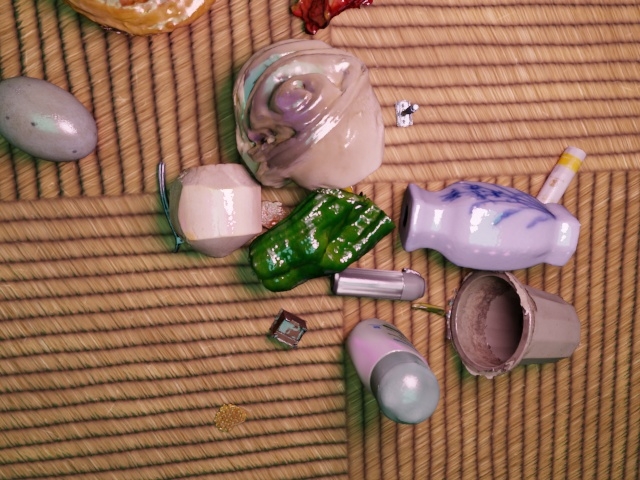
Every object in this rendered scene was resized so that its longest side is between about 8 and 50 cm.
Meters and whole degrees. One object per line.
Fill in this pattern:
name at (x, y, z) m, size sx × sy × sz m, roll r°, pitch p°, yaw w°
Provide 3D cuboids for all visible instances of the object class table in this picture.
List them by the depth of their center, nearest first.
table at (-0.084, 0.240, 1.240) m, size 0.083 × 0.082 × 0.070 m, roll 30°, pitch 93°, yaw -10°

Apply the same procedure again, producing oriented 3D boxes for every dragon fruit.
dragon fruit at (0.057, -0.649, 1.041) m, size 0.329 × 0.286 × 0.228 m, roll -31°, pitch 105°, yaw 7°

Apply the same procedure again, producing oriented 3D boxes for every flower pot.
flower pot at (0.524, 0.220, 1.237) m, size 0.259 × 0.290 × 0.290 m, roll 8°, pitch 98°, yaw -24°

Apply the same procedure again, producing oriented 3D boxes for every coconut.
coconut at (-0.245, -0.067, 1.099) m, size 0.241 × 0.241 × 0.241 m, roll -1°, pitch 99°, yaw -7°

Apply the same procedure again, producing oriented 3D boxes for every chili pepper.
chili pepper at (0.003, 0.004, 1.146) m, size 0.385 × 0.167 × 0.213 m, roll -29°, pitch 141°, yaw -5°

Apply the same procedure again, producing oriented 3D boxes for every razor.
razor at (0.224, -0.326, 1.165) m, size 0.040 × 0.135 × 0.068 m, roll -9°, pitch 100°, yaw -2°

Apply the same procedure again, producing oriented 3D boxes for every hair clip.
hair clip at (-0.379, -0.085, 1.176) m, size 0.070 × 0.039 × 0.229 m, roll -19°, pitch 99°, yaw -3°

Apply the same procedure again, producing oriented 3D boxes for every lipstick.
lipstick at (0.641, -0.132, 1.286) m, size 0.059 × 0.059 × 0.264 m, roll 29°, pitch 94°, yaw -10°

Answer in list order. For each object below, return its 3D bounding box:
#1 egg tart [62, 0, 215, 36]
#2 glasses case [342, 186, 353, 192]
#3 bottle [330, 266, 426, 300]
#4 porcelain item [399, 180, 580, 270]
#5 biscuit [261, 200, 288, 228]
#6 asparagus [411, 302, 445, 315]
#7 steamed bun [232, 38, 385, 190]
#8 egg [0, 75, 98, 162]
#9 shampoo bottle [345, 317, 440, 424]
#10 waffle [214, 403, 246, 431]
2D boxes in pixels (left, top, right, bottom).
egg tart at (-0.403, -0.669, 1.014) m, size 0.443 × 0.178 × 0.443 m, roll -2°, pitch 100°, yaw -9°
glasses case at (0.012, -0.214, 1.189) m, size 0.079 × 0.064 × 0.234 m, roll -19°, pitch 99°, yaw 18°
bottle at (0.156, 0.112, 1.257) m, size 0.254 × 0.079 × 0.096 m, roll 6°, pitch 60°, yaw -7°
porcelain item at (0.415, -0.041, 1.177) m, size 0.405 × 0.242 × 0.178 m, roll 6°, pitch 117°, yaw 1°
biscuit at (-0.129, -0.070, 1.221) m, size 0.091 × 0.015 × 0.078 m, roll 33°, pitch 92°, yaw -11°
asparagus at (0.308, 0.193, 1.311) m, size 0.108 × 0.025 × 0.021 m, roll 13°, pitch 118°, yaw -10°
steamed bun at (-0.049, -0.272, 1.029) m, size 0.339 × 0.247 × 0.352 m, roll -13°, pitch 91°, yaw 23°
egg at (-0.625, -0.271, 1.050) m, size 0.236 × 0.169 × 0.169 m, roll 32°, pitch 93°, yaw -11°
shampoo bottle at (0.180, 0.321, 1.150) m, size 0.222 × 0.349 × 0.151 m, roll 34°, pitch 94°, yaw -10°
waffle at (-0.255, 0.497, 1.292) m, size 0.078 × 0.016 × 0.085 m, roll 40°, pitch 92°, yaw -7°
